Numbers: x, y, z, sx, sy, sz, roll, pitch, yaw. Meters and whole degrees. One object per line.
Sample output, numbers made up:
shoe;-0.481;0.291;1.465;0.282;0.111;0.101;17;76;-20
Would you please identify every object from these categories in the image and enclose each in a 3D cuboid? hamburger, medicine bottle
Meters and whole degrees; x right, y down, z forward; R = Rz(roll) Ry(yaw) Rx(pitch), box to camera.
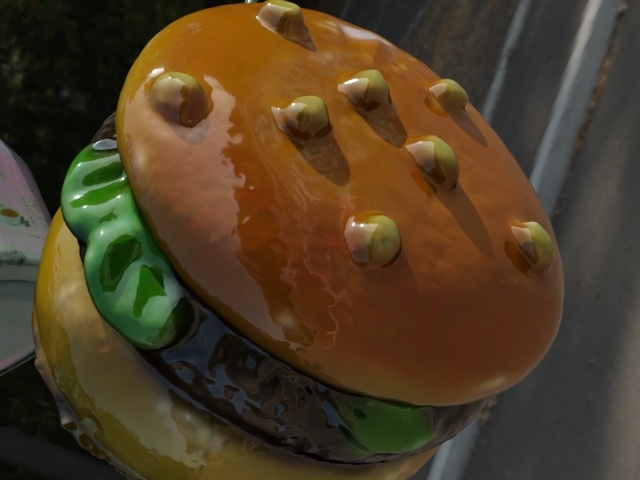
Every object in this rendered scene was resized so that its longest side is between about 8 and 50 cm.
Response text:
hamburger;0.000;0.000;0.873;0.277;0.396;0.395;-52;15;36
medicine bottle;-0.404;-0.019;1.138;0.290;0.245;0.245;60;147;24

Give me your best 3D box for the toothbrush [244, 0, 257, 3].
toothbrush;-0.102;-0.276;1.458;0.018;0.024;0.257;-30;34;40
